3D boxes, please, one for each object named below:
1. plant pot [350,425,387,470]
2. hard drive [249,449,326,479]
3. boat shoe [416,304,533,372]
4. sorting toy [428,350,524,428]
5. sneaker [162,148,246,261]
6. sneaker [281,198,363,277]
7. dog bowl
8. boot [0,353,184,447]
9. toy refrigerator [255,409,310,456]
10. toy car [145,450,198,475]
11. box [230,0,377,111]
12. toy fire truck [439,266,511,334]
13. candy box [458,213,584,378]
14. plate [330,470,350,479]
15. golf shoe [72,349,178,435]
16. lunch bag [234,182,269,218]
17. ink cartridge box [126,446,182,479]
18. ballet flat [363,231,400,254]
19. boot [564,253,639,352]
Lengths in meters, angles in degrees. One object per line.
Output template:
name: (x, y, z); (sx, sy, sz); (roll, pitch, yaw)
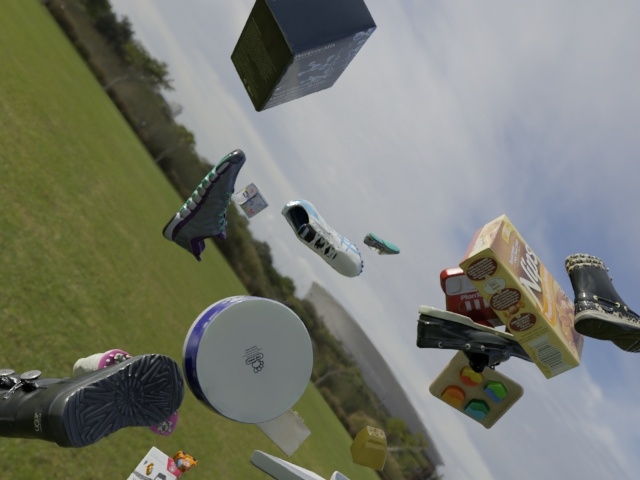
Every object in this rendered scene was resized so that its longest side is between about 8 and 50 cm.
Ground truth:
plant pot: (0.132, 0.534, 1.883); (0.081, 0.083, 0.081); (18, 10, -9)
hard drive: (-0.032, 0.724, 2.145); (0.233, 0.047, 0.353); (20, -15, 35)
boat shoe: (0.367, 0.251, 1.689); (0.340, 0.113, 0.127); (21, -8, -25)
sorting toy: (0.432, 0.423, 2.025); (0.208, 0.193, 0.038); (33, 35, 4)
sneaker: (-0.186, -0.063, 1.308); (0.098, 0.223, 0.083); (40, 24, -9)
sneaker: (0.000, 0.000, 1.640); (0.237, 0.085, 0.086); (45, 33, 18)
dog bowl: (-0.153, 0.250, 1.538); (0.265, 0.265, 0.104); (55, -22, -12)
boot: (-0.565, 0.323, 1.508); (0.367, 0.445, 0.146); (2, 82, -63)
toy refrigerator: (-0.124, 0.416, 1.755); (0.102, 0.094, 0.269); (32, -19, 38)
toy car: (-0.357, 0.549, 1.730); (0.060, 0.122, 0.040); (57, 15, -28)
box: (-0.062, -0.595, 2.180); (0.212, 0.294, 0.395); (64, -23, 6)
toy fire truck: (0.497, 0.165, 2.051); (0.169, 0.302, 0.253); (-98, 178, -57)
candy box: (0.441, 0.117, 1.556); (0.316, 0.088, 0.183); (52, 33, -6)
plate: (0.070, 0.706, 1.656); (0.278, 0.045, 0.277); (49, 36, -45)
golf shoe: (-0.444, 0.352, 1.671); (0.306, 0.140, 0.115); (59, 38, -38)
lunch bag: (-0.200, -0.115, 2.086); (0.083, 0.071, 0.053); (57, 4, -1)
ink cartridge box: (-0.464, 0.665, 1.986); (0.109, 0.150, 0.063); (32, -36, 8)
ballet flat: (0.147, 0.014, 1.781); (0.114, 0.041, 0.041); (27, 13, -37)
boot: (0.620, 0.131, 1.518); (0.236, 0.085, 0.178); (17, 48, -19)
